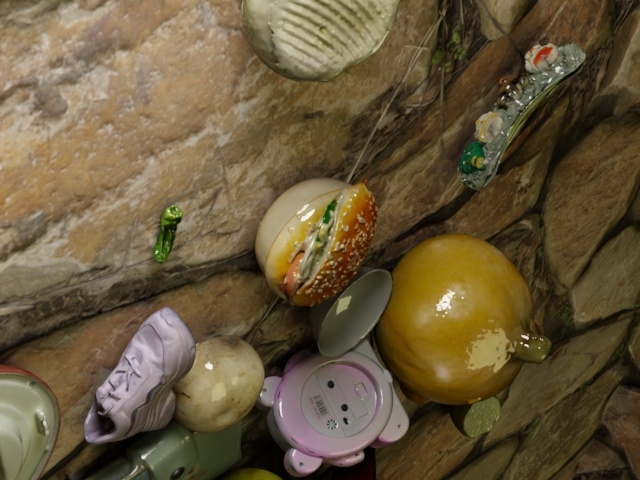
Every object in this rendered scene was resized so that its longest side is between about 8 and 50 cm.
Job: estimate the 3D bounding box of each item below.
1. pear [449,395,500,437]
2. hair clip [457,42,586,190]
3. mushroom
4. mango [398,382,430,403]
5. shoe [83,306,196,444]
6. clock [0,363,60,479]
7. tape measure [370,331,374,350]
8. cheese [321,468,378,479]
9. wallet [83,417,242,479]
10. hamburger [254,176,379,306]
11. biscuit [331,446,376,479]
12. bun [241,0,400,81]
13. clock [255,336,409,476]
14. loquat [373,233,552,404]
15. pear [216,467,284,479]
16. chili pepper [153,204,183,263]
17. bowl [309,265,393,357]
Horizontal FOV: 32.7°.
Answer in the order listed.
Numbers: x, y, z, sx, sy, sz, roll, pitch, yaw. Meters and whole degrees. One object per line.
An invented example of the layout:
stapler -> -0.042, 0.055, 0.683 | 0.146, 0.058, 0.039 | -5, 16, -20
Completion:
pear -> 0.378, 0.421, 2.745 | 0.141, 0.104, 0.141 | -12, 113, -31
hair clip -> 0.349, -0.245, 2.006 | 0.091, 0.138, 0.321 | 37, 90, -17
mushroom -> -0.169, 0.225, 1.719 | 0.166, 0.127, 0.166 | -22, 128, -31
mango -> 0.240, 0.291, 2.407 | 0.144, 0.112, 0.219 | -55, 162, 2
shoe -> -0.269, 0.203, 1.589 | 0.138, 0.095, 0.245 | -24, 146, -45
clock -> -0.474, 0.298, 1.409 | 0.318, 0.080, 0.318 | -36, 147, -29
tape measure -> 0.094, 0.222, 2.125 | 0.107, 0.104, 0.179 | -23, 136, -65
cheese -> 0.046, 0.645, 2.488 | 0.318, 0.115, 0.326 | -17, 135, -46
wallet -> -0.267, 0.395, 1.812 | 0.360, 0.083, 0.252 | -34, 151, -34
hamburger -> -0.001, 0.004, 1.708 | 0.237, 0.147, 0.236 | -38, 151, -27
biscuit -> 0.058, 0.511, 2.163 | 0.407, 0.091, 0.407 | 7, 90, -88
bun -> -0.003, -0.323, 1.364 | 0.239, 0.141, 0.239 | -29, 140, -27
clock -> 0.017, 0.300, 1.976 | 0.248, 0.227, 0.090 | -22, 166, -26
loquat -> 0.275, 0.162, 2.066 | 0.328, 0.360, 0.328 | -25, 125, -44
pear -> -0.129, 0.550, 1.979 | 0.269, 0.269, 0.321 | -39, 170, -24
chili pepper -> -0.213, -0.012, 1.512 | 0.030, 0.034, 0.091 | 9, 119, -21
bowl -> 0.036, 0.107, 1.932 | 0.189, 0.086, 0.189 | -36, 148, -27
